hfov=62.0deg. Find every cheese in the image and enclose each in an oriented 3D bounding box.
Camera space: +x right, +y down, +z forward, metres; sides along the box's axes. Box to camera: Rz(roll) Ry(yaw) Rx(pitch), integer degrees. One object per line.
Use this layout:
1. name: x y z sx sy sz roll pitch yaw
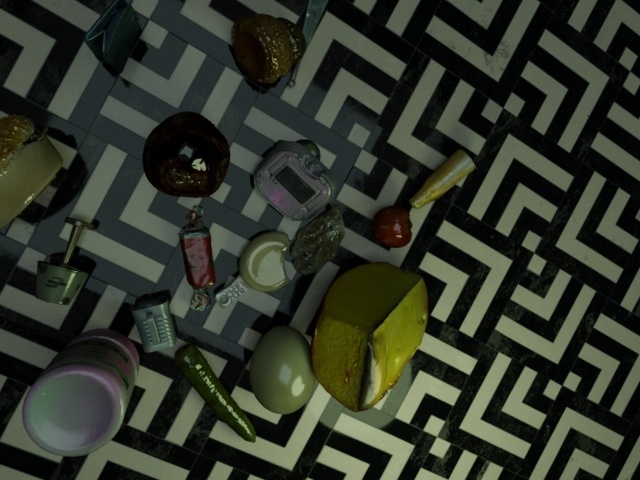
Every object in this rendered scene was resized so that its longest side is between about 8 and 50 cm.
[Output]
1. cheese: -0.190 0.077 1.479 0.248 0.071 0.164 -18 100 -10

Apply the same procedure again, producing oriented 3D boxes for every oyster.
1. oyster: 0.002 0.009 1.516 0.209 0.072 0.133 -39 100 -4

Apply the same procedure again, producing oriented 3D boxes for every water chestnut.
1. water chestnut: -0.340 -0.221 1.359 0.223 0.238 0.224 -16 140 -14

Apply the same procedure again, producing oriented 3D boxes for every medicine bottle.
1. medicine bottle: -0.563 0.352 1.291 0.211 0.325 0.212 -1 96 -12

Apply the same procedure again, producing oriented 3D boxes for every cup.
1. cup: -0.438 0.222 1.408 0.095 0.128 0.130 -15 102 -13

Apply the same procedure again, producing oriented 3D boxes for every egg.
1. egg: -0.102 0.356 1.469 0.185 0.186 0.242 4 93 -13

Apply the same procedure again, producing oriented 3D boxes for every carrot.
1. carrot: -0.288 0.440 1.499 0.074 0.074 0.359 -35 105 -7

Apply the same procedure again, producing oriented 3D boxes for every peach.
1. peach: 0.121 0.264 1.467 0.380 0.242 0.306 -49 140 -38

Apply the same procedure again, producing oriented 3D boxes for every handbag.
1. handbag: -0.487 -0.492 1.270 0.057 0.221 0.144 30 90 -13

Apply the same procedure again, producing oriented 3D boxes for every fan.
1. fan: -0.036 -0.556 1.470 0.057 0.023 0.282 15 92 -23

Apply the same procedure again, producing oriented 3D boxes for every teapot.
1. teapot: -0.055 -0.234 1.464 0.124 0.091 0.092 -5 96 -13

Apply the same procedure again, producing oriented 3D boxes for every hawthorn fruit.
1. hawthorn fruit: 0.204 -0.040 1.531 0.140 0.125 0.125 0 96 -15

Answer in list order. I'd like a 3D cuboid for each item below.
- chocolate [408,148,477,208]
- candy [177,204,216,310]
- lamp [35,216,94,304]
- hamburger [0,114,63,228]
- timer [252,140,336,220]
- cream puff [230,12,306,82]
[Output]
1. chocolate: 0.353 -0.175 1.578 0.219 0.085 0.086 -39 103 -2
2. candy: -0.333 0.050 1.448 0.086 0.059 0.293 -8 99 -13
3. lamp: -0.645 0.051 1.347 0.121 0.121 0.215 19 83 -14
4. hamburger: -0.743 -0.153 1.218 0.302 0.302 0.170 -44 121 -5
5. timer: -0.072 -0.155 1.437 0.208 0.069 0.190 41 125 -12
6. cream puff: -0.121 -0.519 1.396 0.169 0.183 0.184 -36 103 -28
